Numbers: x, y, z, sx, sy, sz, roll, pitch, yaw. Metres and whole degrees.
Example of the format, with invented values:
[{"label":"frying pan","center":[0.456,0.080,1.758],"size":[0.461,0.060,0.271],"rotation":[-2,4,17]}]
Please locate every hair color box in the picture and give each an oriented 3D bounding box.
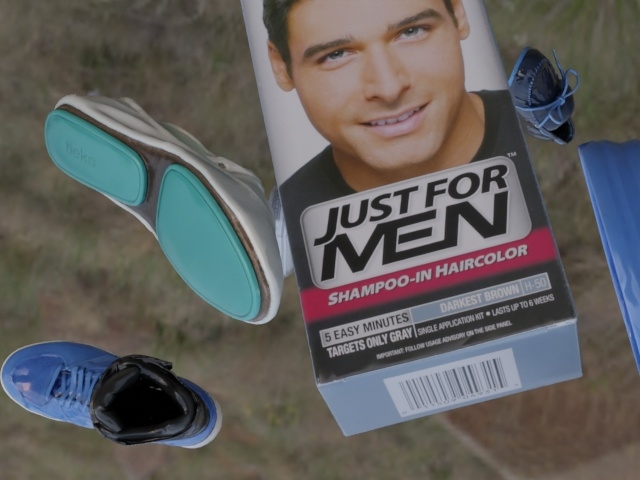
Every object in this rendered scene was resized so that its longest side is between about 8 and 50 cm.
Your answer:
[{"label":"hair color box","center":[0.061,-0.060,1.114],"size":[0.185,0.374,0.113],"rotation":[-15,151,5]}]

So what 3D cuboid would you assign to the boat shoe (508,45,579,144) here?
[{"label":"boat shoe","center":[0.327,-0.207,2.086],"size":[0.089,0.109,0.258],"rotation":[28,180,19]}]

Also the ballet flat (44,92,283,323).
[{"label":"ballet flat","center":[-0.141,-0.057,1.581],"size":[0.400,0.139,0.139],"rotation":[37,178,35]}]

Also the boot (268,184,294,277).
[{"label":"boot","center":[0.000,0.000,1.803],"size":[0.123,0.095,0.258],"rotation":[10,170,3]}]

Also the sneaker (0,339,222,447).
[{"label":"sneaker","center":[-0.142,0.095,0.938],"size":[0.152,0.058,0.084],"rotation":[17,170,10]}]

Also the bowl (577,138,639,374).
[{"label":"bowl","center":[0.388,0.066,1.706],"size":[0.077,0.391,0.391],"rotation":[-15,155,9]}]
